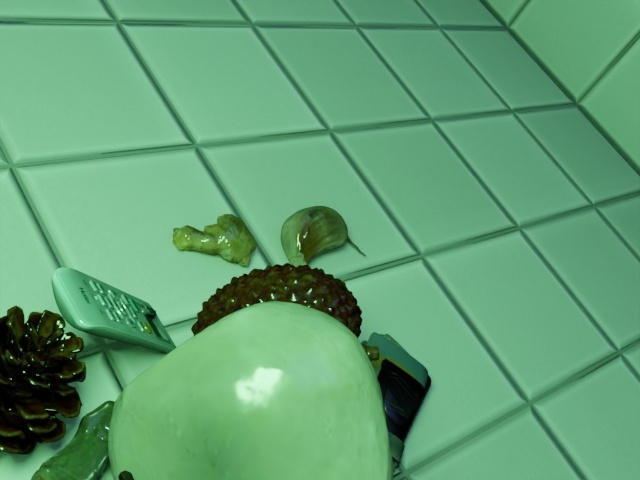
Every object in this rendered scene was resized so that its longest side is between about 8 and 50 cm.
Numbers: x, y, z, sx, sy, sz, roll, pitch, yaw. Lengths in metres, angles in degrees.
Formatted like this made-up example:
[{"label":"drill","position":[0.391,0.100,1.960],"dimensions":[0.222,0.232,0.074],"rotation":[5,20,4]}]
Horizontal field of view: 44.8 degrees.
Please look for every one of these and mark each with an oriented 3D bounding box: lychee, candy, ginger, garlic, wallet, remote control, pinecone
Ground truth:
[{"label":"lychee","position":[-0.057,0.171,1.247],"dimensions":[0.304,0.276,0.276],"rotation":[5,44,3]},{"label":"candy","position":[-0.085,0.312,1.040],"dimensions":[0.186,0.386,0.427],"rotation":[2,68,-84]},{"label":"ginger","position":[-0.197,-0.012,1.480],"dimensions":[0.165,0.067,0.096],"rotation":[15,66,-22]},{"label":"garlic","position":[0.003,-0.009,1.618],"dimensions":[0.198,0.090,0.129],"rotation":[-9,72,-47]},{"label":"wallet","position":[0.112,0.284,1.413],"dimensions":[0.170,0.069,0.231],"rotation":[40,42,-3]},{"label":"remote control","position":[-0.310,0.117,1.180],"dimensions":[0.103,0.051,0.293],"rotation":[54,4,20]},{"label":"pinecone","position":[-0.410,0.185,1.056],"dimensions":[0.207,0.208,0.208],"rotation":[19,43,-19]}]

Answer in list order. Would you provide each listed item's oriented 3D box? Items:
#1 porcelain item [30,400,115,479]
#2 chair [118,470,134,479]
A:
[{"label":"porcelain item","position":[-0.318,0.285,1.114],"dimensions":[0.081,0.069,0.216],"rotation":[26,41,7]},{"label":"chair","position":[-0.215,0.469,0.928],"dimensions":[0.319,0.186,0.160],"rotation":[46,36,15]}]
